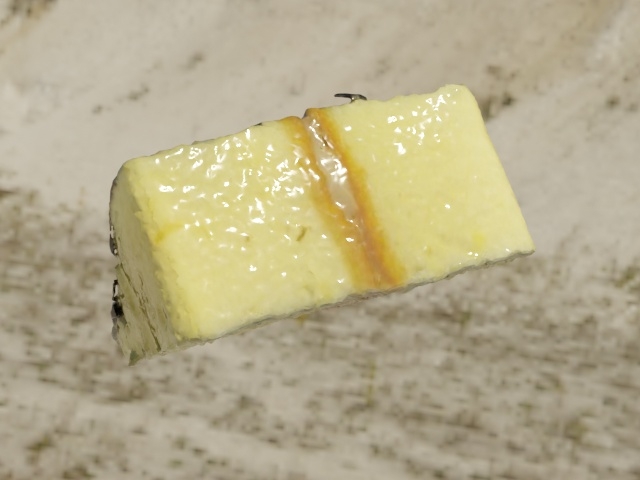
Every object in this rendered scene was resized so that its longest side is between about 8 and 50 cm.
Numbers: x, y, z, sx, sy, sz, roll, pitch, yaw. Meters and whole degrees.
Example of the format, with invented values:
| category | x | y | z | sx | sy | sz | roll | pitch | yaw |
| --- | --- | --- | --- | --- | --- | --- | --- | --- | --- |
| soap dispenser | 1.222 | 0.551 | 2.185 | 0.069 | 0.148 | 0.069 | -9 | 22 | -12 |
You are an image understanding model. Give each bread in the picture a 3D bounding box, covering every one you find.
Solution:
| category | x | y | z | sx | sy | sz | roll | pitch | yaw |
| --- | --- | --- | --- | --- | --- | --- | --- | --- | --- |
| bread | 0.000 | 0.000 | 1.018 | 0.266 | 0.178 | 0.142 | -18 | 31 | -24 |
